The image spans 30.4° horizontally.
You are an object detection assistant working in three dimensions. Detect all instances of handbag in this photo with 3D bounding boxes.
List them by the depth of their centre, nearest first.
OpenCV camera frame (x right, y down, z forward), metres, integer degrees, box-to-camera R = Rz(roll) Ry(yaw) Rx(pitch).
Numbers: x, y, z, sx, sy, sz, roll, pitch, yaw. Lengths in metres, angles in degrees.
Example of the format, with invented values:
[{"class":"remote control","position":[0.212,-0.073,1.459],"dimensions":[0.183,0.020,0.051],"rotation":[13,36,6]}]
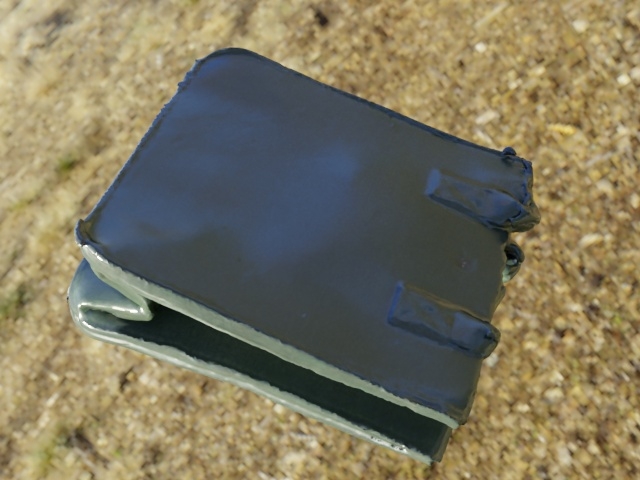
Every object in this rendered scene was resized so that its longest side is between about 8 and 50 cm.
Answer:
[{"class":"handbag","position":[0.000,-0.002,0.747],"dimensions":[0.247,0.260,0.079],"rotation":[-65,-6,-48]}]
